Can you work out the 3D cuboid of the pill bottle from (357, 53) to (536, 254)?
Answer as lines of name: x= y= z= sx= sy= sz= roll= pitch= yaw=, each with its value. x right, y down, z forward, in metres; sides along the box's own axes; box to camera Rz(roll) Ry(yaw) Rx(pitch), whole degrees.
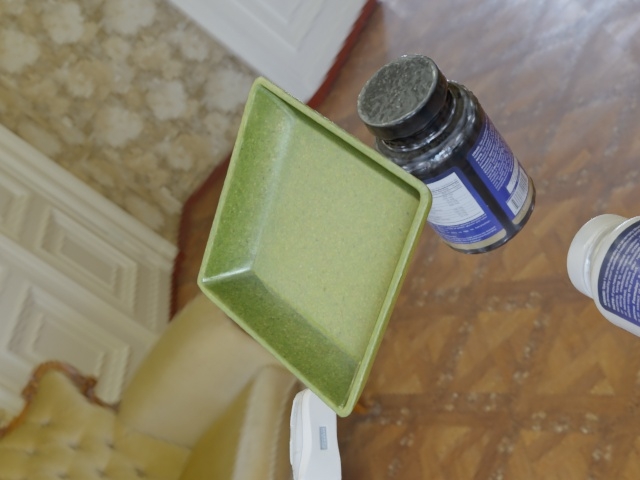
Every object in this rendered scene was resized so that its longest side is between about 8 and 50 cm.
pill bottle: x=0.133 y=-0.091 z=1.141 sx=0.122 sy=0.219 sz=0.123 roll=-21 pitch=45 yaw=23

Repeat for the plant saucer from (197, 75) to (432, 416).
plant saucer: x=0.000 y=0.000 z=0.795 sx=0.188 sy=0.045 sz=0.188 roll=38 pitch=121 yaw=36

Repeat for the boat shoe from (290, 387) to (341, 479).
boat shoe: x=-0.016 y=0.300 z=1.522 sx=0.063 sy=0.066 sz=0.184 roll=-20 pitch=72 yaw=56

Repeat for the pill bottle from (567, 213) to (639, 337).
pill bottle: x=0.311 y=0.038 z=0.967 sx=0.112 sy=0.112 sz=0.186 roll=-54 pitch=29 yaw=-2
